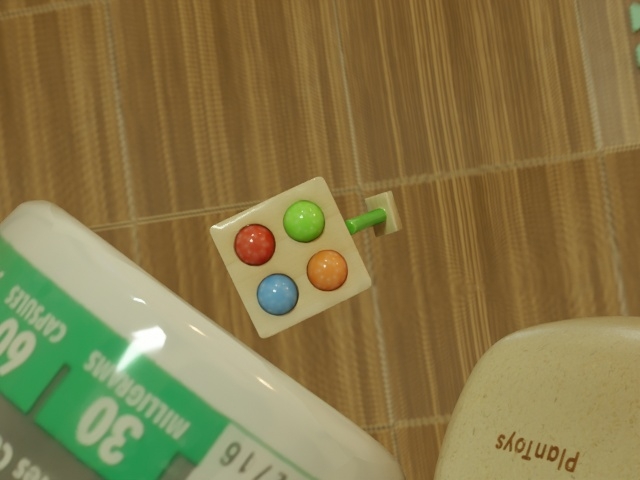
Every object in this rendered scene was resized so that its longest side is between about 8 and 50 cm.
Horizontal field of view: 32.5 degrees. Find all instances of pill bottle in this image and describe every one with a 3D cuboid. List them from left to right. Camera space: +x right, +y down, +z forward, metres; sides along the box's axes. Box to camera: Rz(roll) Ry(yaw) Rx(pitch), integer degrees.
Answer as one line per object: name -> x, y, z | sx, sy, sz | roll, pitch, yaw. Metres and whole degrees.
pill bottle -> -0.145, 0.181, 0.436 | 0.204, 0.204, 0.361 | 35, 83, 8

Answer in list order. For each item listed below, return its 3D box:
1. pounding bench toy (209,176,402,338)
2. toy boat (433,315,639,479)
pounding bench toy -> 0.000, 0.000, 0.478 | 0.083, 0.065, 0.052 | -26, 92, -4
toy boat -> 0.208, 0.082, 0.624 | 0.148, 0.267, 0.318 | 27, 84, -26
